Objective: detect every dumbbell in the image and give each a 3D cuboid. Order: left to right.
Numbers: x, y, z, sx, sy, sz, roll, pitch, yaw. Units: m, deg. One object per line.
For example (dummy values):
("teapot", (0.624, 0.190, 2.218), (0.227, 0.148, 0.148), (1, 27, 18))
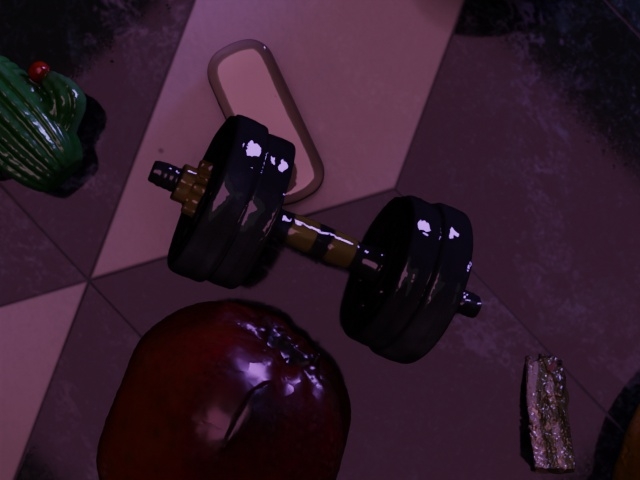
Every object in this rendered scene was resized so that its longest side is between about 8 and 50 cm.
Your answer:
("dumbbell", (0.000, 0.000, 1.264), (0.388, 0.185, 0.185), (23, 88, -15))

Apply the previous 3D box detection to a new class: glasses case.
("glasses case", (-0.063, -0.135, 1.366), (0.083, 0.050, 0.196), (-24, 88, 1))

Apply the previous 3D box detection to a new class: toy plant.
("toy plant", (-0.376, -0.146, 1.351), (0.240, 0.088, 0.154), (21, 103, 8))

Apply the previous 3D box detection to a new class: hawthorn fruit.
("hawthorn fruit", (-0.113, 0.220, 1.258), (0.265, 0.265, 0.307), (32, 105, 1))

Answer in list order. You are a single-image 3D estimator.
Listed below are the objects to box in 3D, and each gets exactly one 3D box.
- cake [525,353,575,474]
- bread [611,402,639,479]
("cake", (0.260, 0.200, 1.354), (0.051, 0.055, 0.140), (-5, 86, 6))
("bread", (0.392, 0.289, 1.297), (0.132, 0.167, 0.294), (29, 86, -22))
